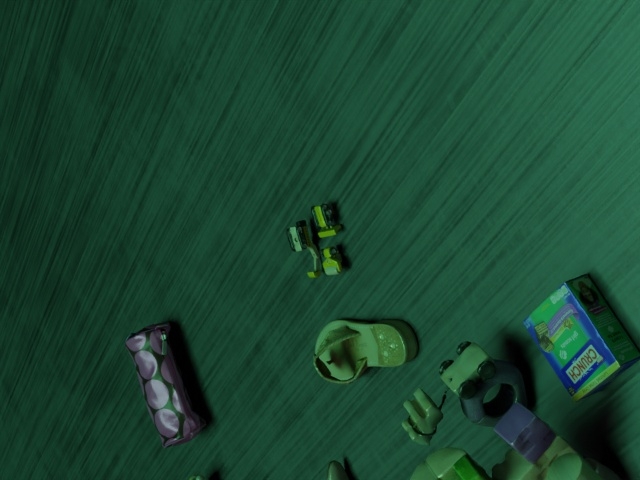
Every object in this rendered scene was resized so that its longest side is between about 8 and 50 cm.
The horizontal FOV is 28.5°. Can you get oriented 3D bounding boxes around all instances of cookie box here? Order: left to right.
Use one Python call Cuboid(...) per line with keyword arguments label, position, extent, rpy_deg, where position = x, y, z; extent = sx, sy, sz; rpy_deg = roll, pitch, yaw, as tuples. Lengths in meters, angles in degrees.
Cuboid(label="cookie box", position=(0.280, 0.106, 1.353), extent=(0.107, 0.040, 0.092), rpy_deg=(58, 143, 18))

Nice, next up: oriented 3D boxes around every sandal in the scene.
Cuboid(label="sandal", position=(0.029, 0.154, 1.697), extent=(0.240, 0.079, 0.088), rpy_deg=(-19, 89, 56))

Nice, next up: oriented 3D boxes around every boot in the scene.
Cuboid(label="boot", position=(0.055, 0.377, 1.805), extent=(0.087, 0.042, 0.118), rpy_deg=(-1, 105, 49))

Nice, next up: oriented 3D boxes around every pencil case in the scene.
Cuboid(label="pencil case", position=(-0.262, 0.245, 2.149), extent=(0.098, 0.095, 0.209), rpy_deg=(-23, 88, 40))

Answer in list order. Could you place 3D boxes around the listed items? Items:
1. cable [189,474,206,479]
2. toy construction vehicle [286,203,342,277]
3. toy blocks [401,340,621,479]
Cuboid(label="cable", position=(-0.217, 0.485, 2.248), extent=(0.139, 0.072, 0.287), rpy_deg=(53, 158, -2))
Cuboid(label="toy construction vehicle", position=(0.000, 0.000, 1.716), extent=(0.086, 0.035, 0.098), rpy_deg=(-14, 96, 45))
Cuboid(label="toy blocks", position=(0.212, 0.335, 1.392), extent=(0.260, 0.288, 0.309), rpy_deg=(42, -177, -27))
